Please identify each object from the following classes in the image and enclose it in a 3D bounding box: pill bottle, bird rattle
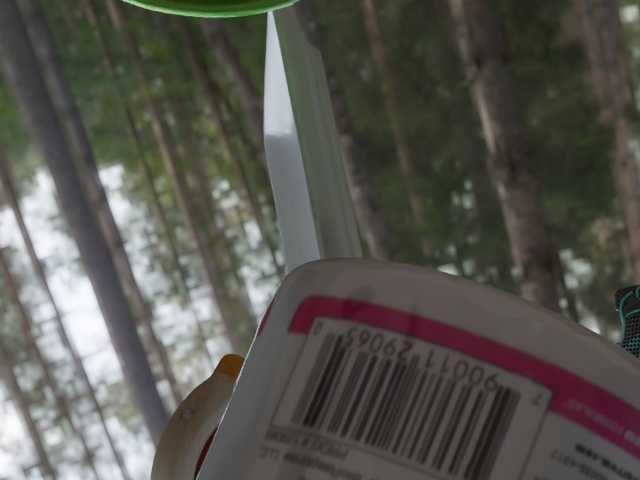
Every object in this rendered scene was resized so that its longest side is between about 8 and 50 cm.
[{"bbox_3d":[0.008,0.163,0.611,0.160,0.160,0.283,11,-110,40],"label":"pill bottle"},{"bbox_3d":[-0.087,0.212,1.699,0.143,0.207,0.253,27,-111,42],"label":"bird rattle"}]

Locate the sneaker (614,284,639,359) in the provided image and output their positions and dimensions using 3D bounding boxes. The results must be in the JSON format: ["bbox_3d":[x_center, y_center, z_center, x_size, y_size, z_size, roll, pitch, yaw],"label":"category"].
[{"bbox_3d":[0.258,0.047,1.428,0.076,0.166,0.065,29,-165,17],"label":"sneaker"}]

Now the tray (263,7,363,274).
[{"bbox_3d":[0.000,0.000,1.109,0.030,0.145,0.270,-5,-124,-8],"label":"tray"}]

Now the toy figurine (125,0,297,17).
[{"bbox_3d":[-0.067,-0.223,0.976,0.130,0.159,0.173,-13,-143,-26],"label":"toy figurine"}]
